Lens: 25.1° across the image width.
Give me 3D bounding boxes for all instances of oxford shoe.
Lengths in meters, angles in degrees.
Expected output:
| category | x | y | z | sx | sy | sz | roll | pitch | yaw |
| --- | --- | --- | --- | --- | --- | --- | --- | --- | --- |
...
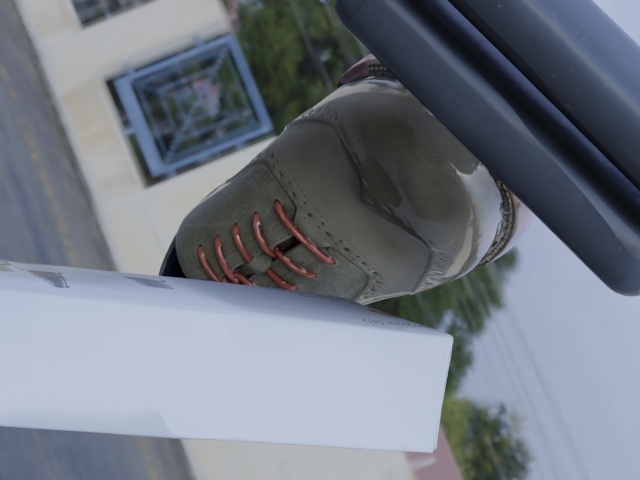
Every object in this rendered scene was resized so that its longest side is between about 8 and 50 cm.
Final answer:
| category | x | y | z | sx | sy | sz | roll | pitch | yaw |
| --- | --- | --- | --- | --- | --- | --- | --- | --- | --- |
| oxford shoe | 0.000 | 0.000 | 0.759 | 0.123 | 0.130 | 0.348 | 53 | -20 | -1 |

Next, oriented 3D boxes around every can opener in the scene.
| category | x | y | z | sx | sy | sz | roll | pitch | yaw |
| --- | --- | --- | --- | --- | --- | --- | --- | --- | --- |
| can opener | 0.029 | -0.091 | 0.529 | 0.283 | 0.076 | 0.095 | 47 | 37 | 13 |

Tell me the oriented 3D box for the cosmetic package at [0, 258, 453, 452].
| category | x | y | z | sx | sy | sz | roll | pitch | yaw |
| --- | --- | --- | --- | --- | --- | --- | --- | --- | --- |
| cosmetic package | -0.069 | 0.048 | 0.633 | 0.099 | 0.239 | 0.060 | 20 | -80 | 62 |
